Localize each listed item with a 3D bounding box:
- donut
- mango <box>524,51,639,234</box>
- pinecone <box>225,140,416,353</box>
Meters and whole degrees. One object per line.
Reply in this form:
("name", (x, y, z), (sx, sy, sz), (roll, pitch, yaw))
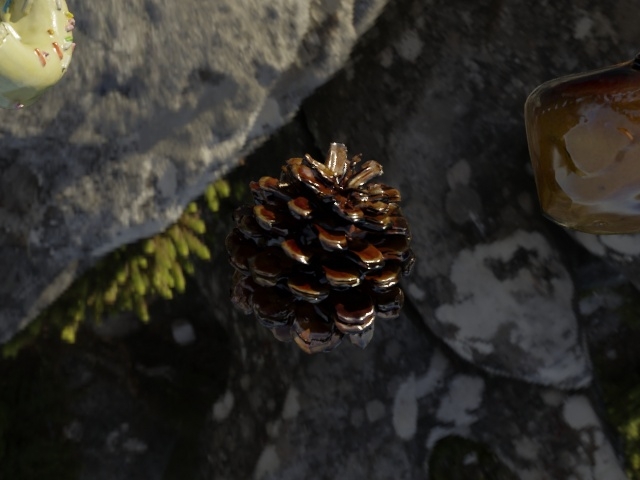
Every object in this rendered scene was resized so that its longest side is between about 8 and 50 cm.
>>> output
("donut", (-0.272, -0.183, 1.101), (0.065, 0.166, 0.108), (-16, 129, 25))
("mango", (0.349, -0.100, 1.224), (0.287, 0.152, 0.201), (-16, 150, 36))
("pinecone", (0.000, 0.000, 1.321), (0.222, 0.221, 0.221), (-4, 116, -9))
